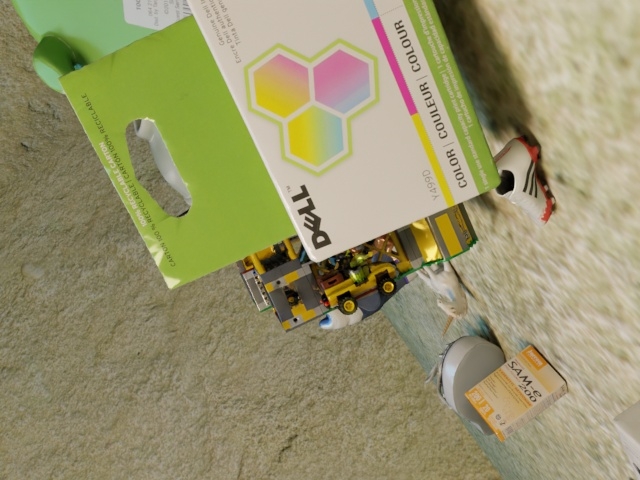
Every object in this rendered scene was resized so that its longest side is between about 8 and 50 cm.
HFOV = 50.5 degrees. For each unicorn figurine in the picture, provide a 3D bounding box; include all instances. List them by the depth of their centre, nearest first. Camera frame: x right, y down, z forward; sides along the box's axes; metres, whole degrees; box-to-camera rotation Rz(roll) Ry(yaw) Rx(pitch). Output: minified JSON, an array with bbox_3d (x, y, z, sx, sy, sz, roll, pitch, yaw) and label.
[{"bbox_3d":[0.167,0.056,0.961,0.111,0.060,0.162,55,-167,0],"label":"unicorn figurine"}]

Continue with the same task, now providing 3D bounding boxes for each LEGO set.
[{"bbox_3d":[-0.010,-0.050,0.688,0.331,0.255,0.192,-117,3,-83],"label":"LEGO set"}]

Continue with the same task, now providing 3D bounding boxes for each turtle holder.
[{"bbox_3d":[-0.190,-0.272,0.683,0.243,0.320,0.227,65,-148,-21],"label":"turtle holder"}]

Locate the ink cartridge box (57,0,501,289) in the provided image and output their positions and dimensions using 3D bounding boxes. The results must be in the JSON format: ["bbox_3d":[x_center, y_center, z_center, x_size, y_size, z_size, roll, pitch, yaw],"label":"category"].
[{"bbox_3d":[-0.039,-0.076,0.455,0.097,0.255,0.188,-84,-30,-74],"label":"ink cartridge box"}]

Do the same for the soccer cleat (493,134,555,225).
[{"bbox_3d":[0.139,-0.036,0.474,0.029,0.036,0.083,53,176,46],"label":"soccer cleat"}]

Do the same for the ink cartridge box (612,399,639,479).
[{"bbox_3d":[0.279,0.191,0.463,0.180,0.060,0.104,57,176,-29],"label":"ink cartridge box"}]

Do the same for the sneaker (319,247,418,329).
[{"bbox_3d":[0.000,0.000,1.195,0.322,0.236,0.130,56,177,-5],"label":"sneaker"}]

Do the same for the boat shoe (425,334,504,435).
[{"bbox_3d":[0.229,0.212,1.064,0.105,0.113,0.306,36,175,36],"label":"boat shoe"}]

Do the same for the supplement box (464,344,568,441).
[{"bbox_3d":[0.228,0.178,0.791,0.062,0.098,0.036,52,179,40],"label":"supplement box"}]

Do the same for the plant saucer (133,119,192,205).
[{"bbox_3d":[-0.204,-0.247,0.953,0.400,0.101,0.400,-179,90,-69],"label":"plant saucer"}]
